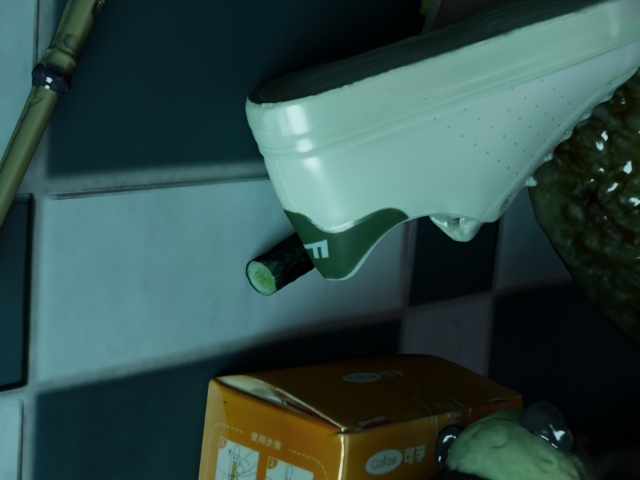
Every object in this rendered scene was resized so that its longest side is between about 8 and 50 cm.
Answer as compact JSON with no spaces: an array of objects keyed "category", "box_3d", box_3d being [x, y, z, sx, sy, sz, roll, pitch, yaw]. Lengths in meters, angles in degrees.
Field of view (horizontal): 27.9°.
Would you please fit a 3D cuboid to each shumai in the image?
[{"category":"shumai","box_3d":[0.399,-0.092,1.140,0.348,0.395,0.395,-4,104,-45]}]

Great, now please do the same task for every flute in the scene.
[{"category":"flute","box_3d":[-0.176,-0.058,0.762,0.027,0.027,0.233,31,77,-47]}]

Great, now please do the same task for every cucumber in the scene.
[{"category":"cucumber","box_3d":[0.000,0.000,0.967,0.133,0.032,0.032,-32,123,-39]}]

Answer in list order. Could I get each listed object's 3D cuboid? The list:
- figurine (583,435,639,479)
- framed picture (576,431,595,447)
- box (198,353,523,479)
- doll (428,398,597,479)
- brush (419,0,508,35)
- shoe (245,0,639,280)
[{"category":"figurine","box_3d":[0.328,0.273,1.266,0.380,0.203,0.248,-31,129,-53]},{"category":"framed picture","box_3d":[0.273,0.332,1.366,0.315,0.024,0.232,30,77,-49]},{"category":"box","box_3d":[0.020,0.265,0.984,0.225,0.143,0.341,-1,100,-48]},{"category":"doll","box_3d":[0.103,0.216,0.849,0.135,0.143,0.234,45,74,-12]},{"category":"brush","box_3d":[0.086,-0.160,1.007,0.072,0.067,0.313,42,81,-31]},{"category":"shoe","box_3d":[0.131,-0.083,0.943,0.363,0.132,0.160,-20,110,-17]}]
